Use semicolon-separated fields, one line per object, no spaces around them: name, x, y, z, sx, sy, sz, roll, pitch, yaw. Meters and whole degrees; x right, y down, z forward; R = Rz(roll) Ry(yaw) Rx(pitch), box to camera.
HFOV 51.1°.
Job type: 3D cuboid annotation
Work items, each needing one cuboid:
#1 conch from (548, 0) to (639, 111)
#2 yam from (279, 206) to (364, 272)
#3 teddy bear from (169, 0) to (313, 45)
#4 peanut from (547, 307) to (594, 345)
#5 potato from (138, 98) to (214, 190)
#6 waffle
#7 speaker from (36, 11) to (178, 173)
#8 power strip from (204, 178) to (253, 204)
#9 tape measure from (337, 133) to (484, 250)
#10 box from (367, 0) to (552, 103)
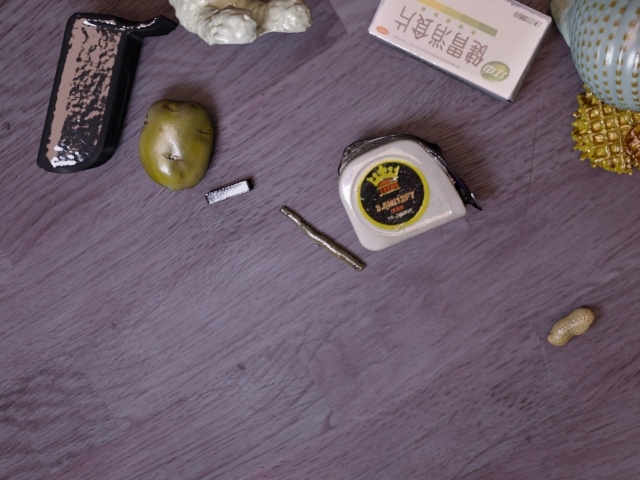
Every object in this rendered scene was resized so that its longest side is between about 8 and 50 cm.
conch;0.594;-0.410;1.238;0.303;0.215;0.319;-40;77;-9
yam;0.001;-0.001;1.523;0.234;0.029;0.027;37;76;3
teddy bear;-0.218;-0.593;1.316;0.327;0.375;0.362;-22;120;-29
peanut;0.545;0.189;1.456;0.113;0.054;0.054;-39;92;15
potato;-0.319;-0.211;1.478;0.154;0.137;0.200;10;100;6
waffle;0.615;-0.235;1.363;0.197;0.070;0.193;15;101;6
speaker;-0.466;-0.321;1.467;0.184;0.180;0.388;18;102;0
power strip;-0.209;-0.111;1.529;0.111;0.038;0.029;-17;97;13
tape measure;0.177;-0.127;1.424;0.271;0.133;0.231;-21;103;10
box;0.279;-0.422;1.347;0.333;0.145;0.173;27;105;3
